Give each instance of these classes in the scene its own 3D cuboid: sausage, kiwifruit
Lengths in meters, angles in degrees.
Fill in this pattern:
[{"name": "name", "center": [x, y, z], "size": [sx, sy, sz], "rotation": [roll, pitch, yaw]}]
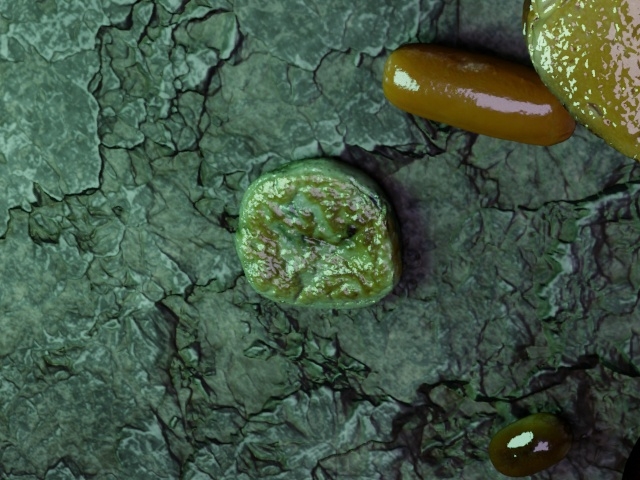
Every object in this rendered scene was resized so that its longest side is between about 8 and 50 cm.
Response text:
[{"name": "sausage", "center": [0.190, -0.175, 1.986], "size": [0.238, 0.098, 0.098], "rotation": [17, 124, 15]}, {"name": "kiwifruit", "center": [0.277, 0.272, 2.226], "size": [0.124, 0.075, 0.075], "rotation": [-26, 107, 36]}]

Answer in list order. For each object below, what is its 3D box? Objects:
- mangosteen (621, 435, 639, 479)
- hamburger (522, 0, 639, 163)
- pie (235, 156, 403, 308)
[{"name": "mangosteen", "center": [0.496, 0.317, 2.097], "size": [0.228, 0.228, 0.265], "rotation": [-3, 158, 23]}, {"name": "hamburger", "center": [0.380, -0.239, 1.798], "size": [0.284, 0.174, 0.304], "rotation": [50, 127, 10]}, {"name": "pie", "center": [0.000, 0.000, 2.188], "size": [0.240, 0.054, 0.240], "rotation": [9, 120, 15]}]
